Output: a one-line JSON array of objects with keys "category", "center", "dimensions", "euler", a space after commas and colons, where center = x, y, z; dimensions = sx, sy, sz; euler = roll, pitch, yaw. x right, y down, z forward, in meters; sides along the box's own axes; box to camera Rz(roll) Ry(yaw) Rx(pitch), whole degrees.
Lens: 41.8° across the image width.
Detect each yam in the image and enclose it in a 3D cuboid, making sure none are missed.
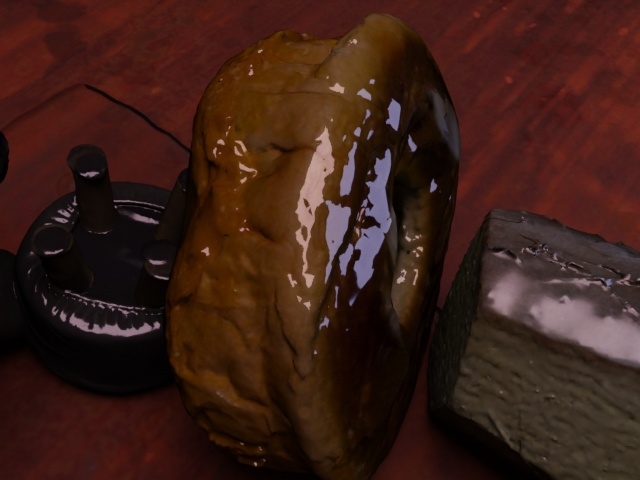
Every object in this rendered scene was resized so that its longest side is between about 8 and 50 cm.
[{"category": "yam", "center": [0.214, 0.104, 0.611], "dimensions": [0.271, 0.202, 0.201], "euler": [23, 31, 9]}]

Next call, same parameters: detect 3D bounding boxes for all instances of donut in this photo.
[{"category": "donut", "center": [0.000, 0.000, 0.592], "dimensions": [0.160, 0.330, 0.330], "euler": [9, 50, 16]}]

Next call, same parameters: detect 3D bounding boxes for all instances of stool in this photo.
[{"category": "stool", "center": [-0.167, 0.029, 0.623], "dimensions": [0.228, 0.139, 0.153], "euler": [-25, 61, -29]}]

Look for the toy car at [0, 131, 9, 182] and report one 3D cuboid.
[{"category": "toy car", "center": [-0.331, 0.010, 0.525], "dimensions": [0.166, 0.314, 0.198], "euler": [34, 45, -34]}]
